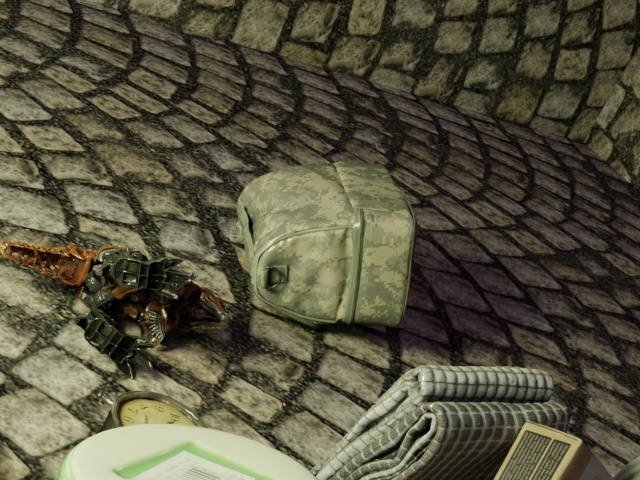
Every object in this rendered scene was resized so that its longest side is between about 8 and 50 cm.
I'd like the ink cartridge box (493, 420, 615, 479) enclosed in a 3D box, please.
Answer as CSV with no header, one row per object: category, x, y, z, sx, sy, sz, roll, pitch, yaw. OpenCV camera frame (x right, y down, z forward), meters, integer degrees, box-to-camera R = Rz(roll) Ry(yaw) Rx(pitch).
ink cartridge box,0.280,0.358,1.585,0.088,0.193,0.235,12,-27,47

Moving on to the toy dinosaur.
toy dinosaur,-0.275,0.075,1.850,0.321,0.164,0.218,-1,15,-16

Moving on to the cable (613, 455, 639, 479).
cable,0.452,0.400,1.722,0.089,0.257,0.257,19,22,-31

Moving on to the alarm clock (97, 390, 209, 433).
alarm clock,-0.180,0.247,1.618,0.192,0.064,0.129,17,23,-16

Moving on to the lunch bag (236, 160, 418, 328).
lunch bag,0.000,0.000,2.178,0.255,0.213,0.305,4,23,-10

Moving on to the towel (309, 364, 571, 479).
towel,0.141,0.268,1.665,0.235,0.284,0.121,3,51,-39

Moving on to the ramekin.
ramekin,-0.132,0.300,1.334,0.303,0.148,0.303,11,14,-3
